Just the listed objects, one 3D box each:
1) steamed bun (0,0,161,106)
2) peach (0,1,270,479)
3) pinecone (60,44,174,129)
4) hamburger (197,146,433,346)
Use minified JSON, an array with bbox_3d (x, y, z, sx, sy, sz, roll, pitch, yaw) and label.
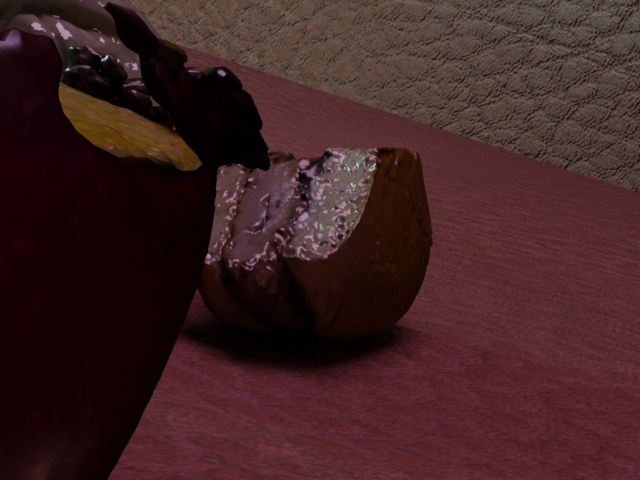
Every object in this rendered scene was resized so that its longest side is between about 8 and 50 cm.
[{"bbox_3d":[-0.287,-0.151,1.566,0.320,0.275,0.206,28,30,-4],"label":"steamed bun"},{"bbox_3d":[-0.220,-0.013,0.793,0.339,0.353,0.416,31,35,0],"label":"peach"},{"bbox_3d":[-0.215,-0.056,1.367,0.179,0.205,0.184,25,-2,22],"label":"pinecone"},{"bbox_3d":[0.000,0.000,1.470,0.155,0.245,0.282,-8,47,21],"label":"hamburger"}]
